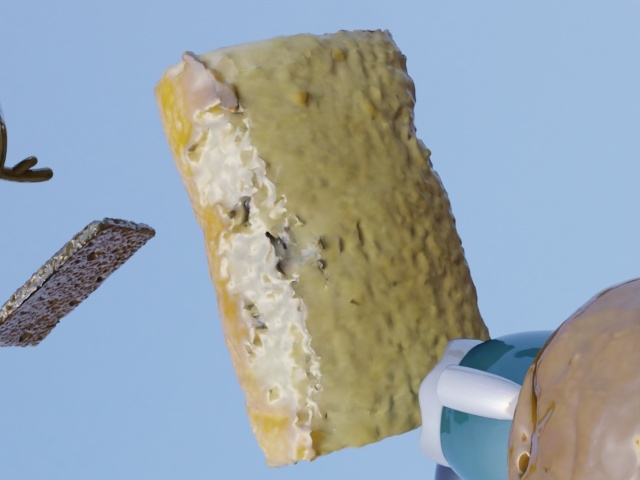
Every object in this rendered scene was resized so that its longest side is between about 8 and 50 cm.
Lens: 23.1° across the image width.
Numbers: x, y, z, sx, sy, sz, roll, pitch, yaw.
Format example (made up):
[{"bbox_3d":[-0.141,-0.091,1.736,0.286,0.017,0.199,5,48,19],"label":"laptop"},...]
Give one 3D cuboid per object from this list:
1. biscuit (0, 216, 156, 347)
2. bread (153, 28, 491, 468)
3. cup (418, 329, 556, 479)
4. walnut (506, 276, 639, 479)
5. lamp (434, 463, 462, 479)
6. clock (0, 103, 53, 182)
[{"bbox_3d":[-0.305,0.050,1.863,0.231,0.025,0.131,-42,-18,15],"label":"biscuit"},{"bbox_3d":[0.000,0.000,1.408,0.236,0.165,0.376,-10,-98,-33],"label":"bread"},{"bbox_3d":[0.176,0.145,1.250,0.299,0.173,0.168,29,-103,-53],"label":"cup"},{"bbox_3d":[0.169,0.112,0.732,0.087,0.167,0.211,61,-144,-74],"label":"walnut"},{"bbox_3d":[0.169,0.380,1.992,0.172,0.147,0.227,21,-80,-19],"label":"lamp"},{"bbox_3d":[-0.417,-0.084,1.540,0.308,0.096,0.235,30,-70,-35],"label":"clock"}]
